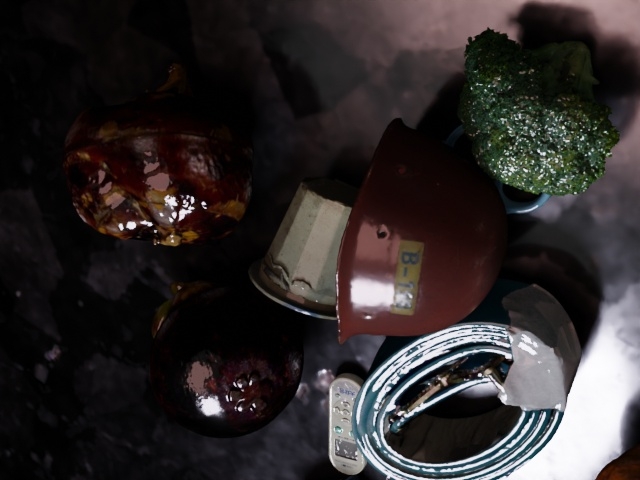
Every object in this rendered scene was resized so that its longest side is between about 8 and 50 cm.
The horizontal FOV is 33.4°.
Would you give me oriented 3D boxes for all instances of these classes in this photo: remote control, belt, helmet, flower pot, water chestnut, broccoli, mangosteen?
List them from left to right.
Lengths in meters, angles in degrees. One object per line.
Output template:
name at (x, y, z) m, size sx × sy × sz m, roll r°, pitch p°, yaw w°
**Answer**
water chestnut at (-0.278, -0.159, 1.874) m, size 0.335 × 0.335 × 0.347 m, roll 1°, pitch 82°, yaw 27°
mangosteen at (-0.188, 0.226, 1.998) m, size 0.313 × 0.297 × 0.297 m, roll -6°, pitch 110°, yaw 51°
flower pot at (0.000, 0.000, 1.859) m, size 0.212 × 0.212 × 0.202 m, roll 23°, pitch 108°, yaw 16°
remote control at (0.056, 0.355, 2.068) m, size 0.078 × 0.042 × 0.221 m, roll 10°, pitch 117°, yaw 22°
helmet at (0.172, 0.014, 1.673) m, size 0.230 × 0.337 × 0.385 m, roll 14°, pitch 117°, yaw 12°
belt at (0.251, 0.256, 1.845) m, size 0.300 × 0.173 × 0.436 m, roll 43°, pitch 128°, yaw -8°
broccoli at (0.321, -0.190, 1.577) m, size 0.269 × 0.241 × 0.261 m, roll 10°, pitch 140°, yaw 40°

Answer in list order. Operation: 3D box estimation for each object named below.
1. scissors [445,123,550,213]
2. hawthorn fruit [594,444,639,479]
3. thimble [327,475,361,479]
scissors at (0.249, 0.009, 1.822) m, size 0.193 × 0.029 × 0.447 m, roll 27°, pitch 123°, yaw 14°
hawthorn fruit at (0.563, 0.459, 1.746) m, size 0.258 × 0.258 × 0.262 m, roll 34°, pitch 143°, yaw 9°
thimble at (0.034, 0.592, 2.121) m, size 0.237 × 0.150 × 0.237 m, roll 10°, pitch 115°, yaw 23°
